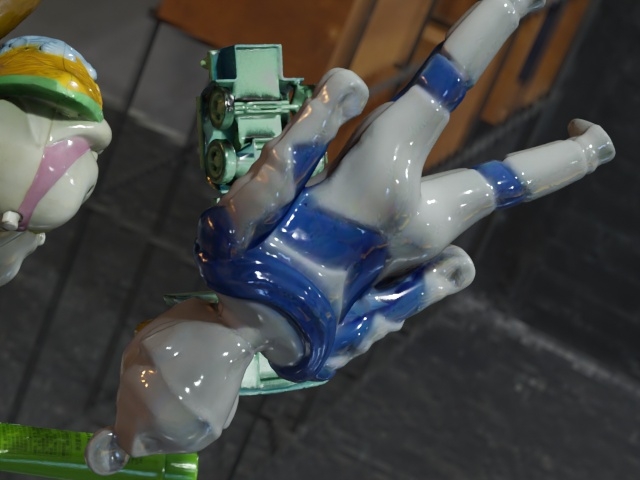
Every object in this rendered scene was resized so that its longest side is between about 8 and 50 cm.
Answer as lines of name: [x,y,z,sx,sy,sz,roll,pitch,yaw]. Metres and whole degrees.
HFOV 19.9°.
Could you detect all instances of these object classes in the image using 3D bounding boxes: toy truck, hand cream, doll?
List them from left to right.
hand cream: [-0.115,0.095,0.816,0.122,0.023,0.036,11,21,-18]
toy truck: [-0.041,-0.011,0.931,0.067,0.175,0.081,-5,3,-32]
doll: [0.000,0.000,0.650,0.057,0.227,0.114,37,-16,46]

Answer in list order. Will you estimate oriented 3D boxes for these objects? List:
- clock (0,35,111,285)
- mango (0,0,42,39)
clock: [-0.207,-0.047,1.210,0.103,0.231,0.144,19,57,-19]
mango: [-0.246,-0.273,1.157,0.264,0.221,0.378,2,53,33]
